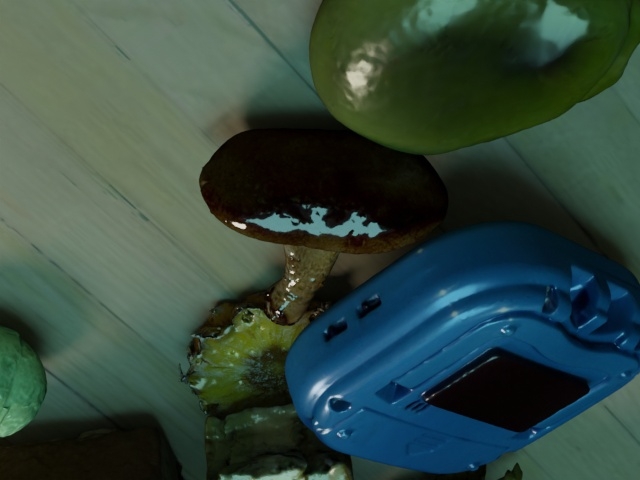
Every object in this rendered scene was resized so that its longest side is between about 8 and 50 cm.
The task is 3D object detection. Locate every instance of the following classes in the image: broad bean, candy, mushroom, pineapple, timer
[{"bbox_3d":[0.131,-0.177,1.323,0.291,0.119,0.238,-15,138,13],"label":"broad bean"},{"bbox_3d":[-0.477,0.104,1.499,0.440,0.119,0.119,16,128,-27],"label":"candy"},{"bbox_3d":[0.000,0.000,1.457,0.227,0.148,0.217,8,134,3],"label":"mushroom"},{"bbox_3d":[-0.048,0.123,1.619,0.221,0.047,0.221,-4,132,-5],"label":"pineapple"},{"bbox_3d":[0.152,0.115,1.516,0.309,0.115,0.340,-37,144,26],"label":"timer"}]

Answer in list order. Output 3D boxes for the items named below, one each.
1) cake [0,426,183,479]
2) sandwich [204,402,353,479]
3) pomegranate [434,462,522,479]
[{"bbox_3d":[-0.248,0.373,1.676,0.256,0.282,0.290,-10,126,-3],"label":"cake"},{"bbox_3d":[-0.041,0.260,1.655,0.155,0.227,0.198,-5,110,-2],"label":"sandwich"},{"bbox_3d":[0.135,0.397,1.737,0.260,0.260,0.340,21,100,-20],"label":"pomegranate"}]
